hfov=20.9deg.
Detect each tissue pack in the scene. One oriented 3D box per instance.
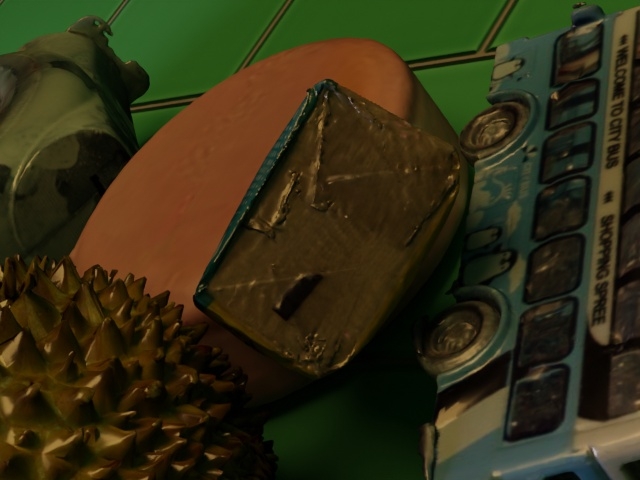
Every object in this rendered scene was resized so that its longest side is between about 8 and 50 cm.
[{"bbox_3d":[0.000,0.000,0.809,0.120,0.082,0.169,-59,2,-5],"label":"tissue pack"}]

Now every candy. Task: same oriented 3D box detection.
[{"bbox_3d":[-0.037,-0.007,1.010,0.255,0.094,0.255,-28,31,19],"label":"candy"}]

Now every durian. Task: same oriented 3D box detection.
[{"bbox_3d":[-0.150,0.118,0.833,0.258,0.258,0.293,-42,3,-5],"label":"durian"}]

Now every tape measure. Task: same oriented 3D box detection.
[{"bbox_3d":[-0.232,-0.015,1.192,0.275,0.147,0.256,-32,27,5],"label":"tape measure"}]

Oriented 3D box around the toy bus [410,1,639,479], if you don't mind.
[{"bbox_3d":[0.129,0.017,0.787,0.131,0.106,0.297,-18,38,30],"label":"toy bus"}]
